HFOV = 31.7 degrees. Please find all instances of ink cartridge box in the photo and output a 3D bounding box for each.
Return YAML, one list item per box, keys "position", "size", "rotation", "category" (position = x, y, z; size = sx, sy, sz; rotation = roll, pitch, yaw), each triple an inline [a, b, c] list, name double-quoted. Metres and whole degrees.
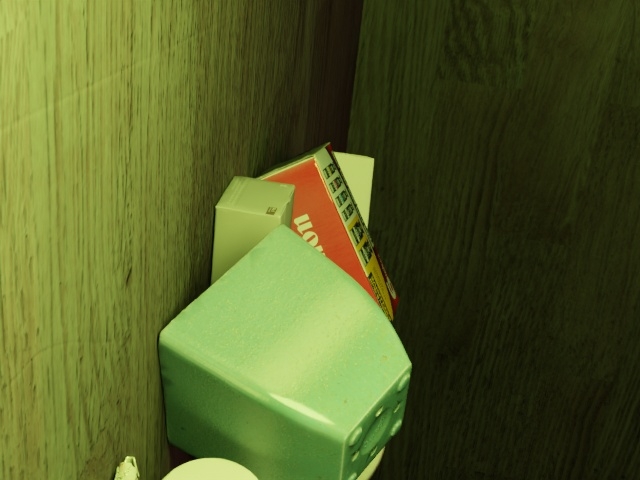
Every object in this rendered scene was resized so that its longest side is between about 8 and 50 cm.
- position: [0.005, 0.015, 1.852]
  size: [0.272, 0.130, 0.309]
  rotation: [-56, 123, -76]
  category: "ink cartridge box"
- position: [0.000, 0.000, 2.133]
  size: [0.226, 0.131, 0.306]
  rotation: [156, -60, -74]
  category: "ink cartridge box"

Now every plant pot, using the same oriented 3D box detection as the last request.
- position: [-0.026, 0.182, 1.447]
  size: [0.247, 0.252, 0.247]
  rotation: [-44, 153, -35]
  category: "plant pot"

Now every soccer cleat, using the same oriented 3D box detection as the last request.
- position: [-0.216, 0.263, 1.236]
  size: [0.083, 0.029, 0.035]
  rotation: [-66, 155, -82]
  category: "soccer cleat"

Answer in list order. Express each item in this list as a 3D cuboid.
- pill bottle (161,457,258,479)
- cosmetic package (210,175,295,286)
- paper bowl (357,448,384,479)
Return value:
- position: [-0.140, 0.433, 1.456]
  size: [0.333, 0.188, 0.187]
  rotation: [94, 7, -45]
  category: "pill bottle"
- position: [-0.102, 0.038, 1.655]
  size: [0.127, 0.107, 0.237]
  rotation: [-68, 164, -66]
  category: "cosmetic package"
- position: [-0.026, 0.323, 1.949]
  size: [0.148, 0.284, 0.284]
  rotation: [85, 15, -74]
  category: "paper bowl"
